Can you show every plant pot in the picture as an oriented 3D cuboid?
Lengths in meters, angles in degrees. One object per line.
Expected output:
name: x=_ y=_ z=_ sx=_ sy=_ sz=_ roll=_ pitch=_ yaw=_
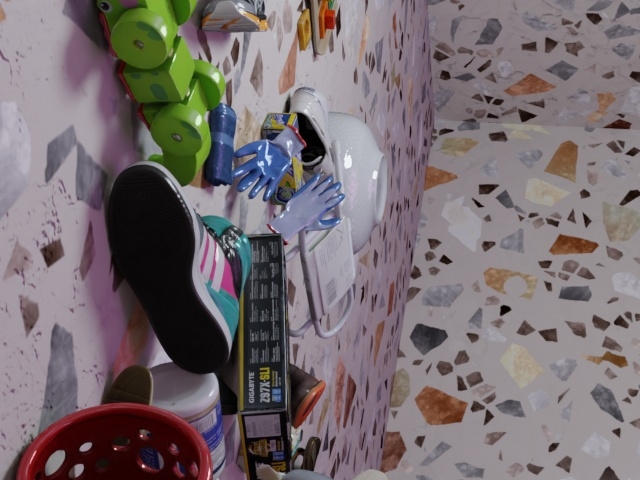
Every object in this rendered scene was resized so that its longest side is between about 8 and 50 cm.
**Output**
plant pot: x=-0.204 y=0.289 z=1.039 sx=0.191 sy=0.191 sz=0.174 roll=-69 pitch=164 yaw=-54

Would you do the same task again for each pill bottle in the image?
pill bottle: x=-0.180 y=0.261 z=1.314 sx=0.112 sy=0.112 sz=0.186 roll=-65 pitch=157 yaw=-59

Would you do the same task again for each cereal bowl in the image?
cereal bowl: x=0.069 y=-0.118 z=2.275 sx=0.339 sy=0.141 sz=0.338 roll=5 pitch=90 yaw=-78

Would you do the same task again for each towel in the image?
towel: x=-0.148 y=-0.143 z=1.521 sx=0.067 sy=0.029 sz=0.119 roll=30 pitch=65 yaw=-76

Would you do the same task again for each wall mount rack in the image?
wall mount rack: x=0.000 y=0.000 z=1.853 sx=0.304 sy=0.130 sz=0.350 roll=-46 pitch=146 yaw=-32

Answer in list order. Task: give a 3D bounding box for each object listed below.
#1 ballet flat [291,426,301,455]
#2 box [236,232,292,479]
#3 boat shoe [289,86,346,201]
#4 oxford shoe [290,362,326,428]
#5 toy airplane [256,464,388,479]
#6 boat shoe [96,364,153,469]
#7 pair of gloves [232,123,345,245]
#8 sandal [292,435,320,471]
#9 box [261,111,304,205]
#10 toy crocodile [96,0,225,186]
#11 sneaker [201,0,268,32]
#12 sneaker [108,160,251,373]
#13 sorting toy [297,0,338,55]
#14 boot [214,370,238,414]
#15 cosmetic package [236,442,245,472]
ballet flat: x=-0.075 y=0.337 z=1.952 sx=0.077 sy=0.091 sz=0.241 roll=57 pitch=20 yaw=-16
box: x=-0.086 y=0.191 z=1.596 sx=0.257 sy=0.079 sz=0.322 roll=86 pitch=0 yaw=-52
boat shoe: x=-0.012 y=-0.169 z=1.991 sx=0.088 sy=0.096 sz=0.267 roll=-68 pitch=157 yaw=-45
oxford shoe: x=-0.058 y=0.268 z=1.815 sx=0.097 sy=0.098 sz=0.271 roll=-55 pitch=-177 yaw=-7
toy airplane: x=-0.100 y=0.424 z=1.203 sx=0.272 sy=0.384 sz=0.386 roll=60 pitch=12 yaw=-6
boat shoe: x=-0.232 y=0.225 z=1.210 sx=0.048 sy=0.056 sz=0.153 roll=81 pitch=17 yaw=-79
pair of gloves: x=-0.049 y=-0.088 z=1.648 sx=0.159 sy=0.198 sz=0.023 roll=-42 pitch=-175 yaw=-28
sandal: x=-0.041 y=0.477 z=2.182 sx=0.219 sy=0.060 sz=0.090 roll=102 pitch=4 yaw=-67
box: x=-0.067 y=-0.146 z=1.836 sx=0.059 sy=0.054 sz=0.169 roll=-71 pitch=161 yaw=-49
toy crocodile: x=-0.190 y=-0.205 z=1.172 sx=0.340 sy=0.105 sz=0.115 roll=75 pitch=21 yaw=-46
sneaker: x=-0.124 y=-0.342 z=1.462 sx=0.215 sy=0.084 sz=0.083 roll=-73 pitch=163 yaw=-79
sneaker: x=-0.167 y=0.001 z=1.274 sx=0.178 sy=0.124 sz=0.295 roll=-82 pitch=161 yaw=-57
sorting toy: x=0.015 y=-0.511 z=2.100 sx=0.196 sy=0.047 sz=0.347 roll=78 pitch=20 yaw=-52
boot: x=-0.160 y=0.153 z=1.502 sx=0.189 sy=0.076 sz=0.208 roll=50 pitch=39 yaw=-76
cosmetic package: x=-0.114 y=0.355 z=1.817 sx=0.060 sy=0.041 sz=0.115 roll=73 pitch=24 yaw=-58
